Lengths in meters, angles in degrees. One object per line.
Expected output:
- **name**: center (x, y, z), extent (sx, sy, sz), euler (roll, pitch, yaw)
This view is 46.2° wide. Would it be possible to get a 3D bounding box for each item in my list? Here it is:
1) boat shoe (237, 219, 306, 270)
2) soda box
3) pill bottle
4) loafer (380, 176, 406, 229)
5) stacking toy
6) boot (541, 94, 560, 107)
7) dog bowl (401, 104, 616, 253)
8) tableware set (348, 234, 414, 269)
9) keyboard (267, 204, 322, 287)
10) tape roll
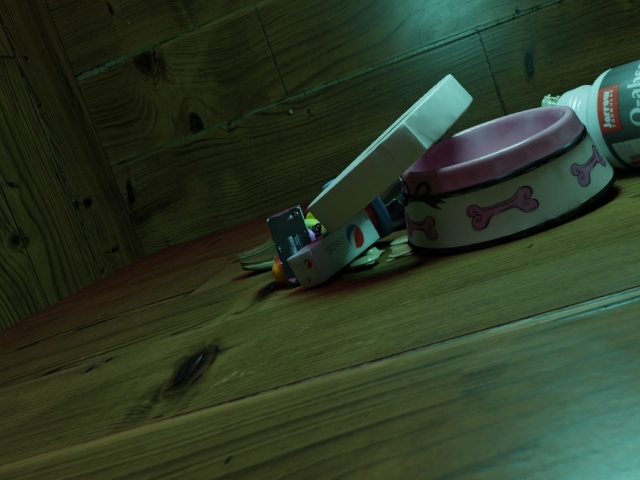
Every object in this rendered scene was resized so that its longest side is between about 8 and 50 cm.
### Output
- **boat shoe**: center (-0.064, -0.016, 1.965), extent (0.323, 0.120, 0.122), euler (-20, 7, -1)
- **soda box**: center (0.030, 0.016, 1.544), extent (0.069, 0.074, 0.216), euler (-25, 7, 43)
- **pill bottle**: center (0.652, -0.251, 1.449), extent (0.210, 0.210, 0.363), euler (-25, 8, -35)
- **loafer**: center (0.228, -0.115, 1.830), extent (0.133, 0.130, 0.366), euler (-26, 4, -40)
- **stacking toy**: center (0.000, 0.000, 1.686), extent (0.302, 0.175, 0.165), euler (-41, 11, -31)
- **boot**: center (0.622, -0.324, 1.828), extent (0.165, 0.077, 0.213), euler (13, -9, 18)
- **dog bowl**: center (0.336, -0.128, 1.438), extent (0.407, 0.150, 0.408), euler (-22, 13, 5)
- **tableware set**: center (0.134, 0.024, 1.537), extent (0.141, 0.020, 0.169), euler (-18, 9, 17)
- **keyboard**: center (-0.041, 0.007, 1.602), extent (0.108, 0.180, 0.023), euler (-23, -28, 4)
- **tape roll**: center (0.134, -0.170, 1.482), extent (0.392, 0.072, 0.392), euler (-43, 4, 4)
